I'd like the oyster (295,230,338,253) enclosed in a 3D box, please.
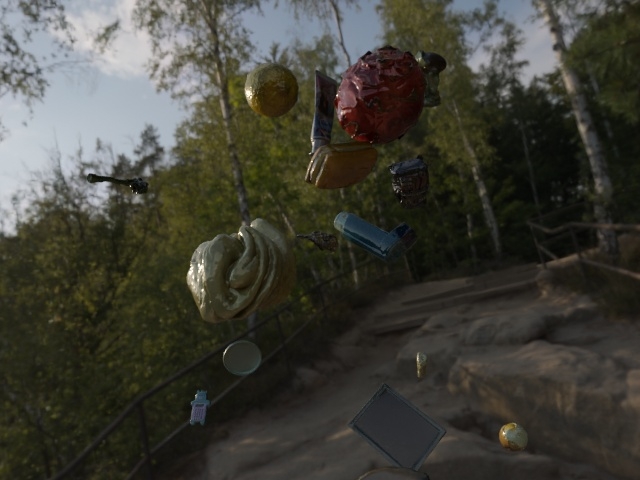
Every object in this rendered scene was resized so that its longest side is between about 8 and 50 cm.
[{"bbox_3d":[0.003,0.001,1.512,0.105,0.056,0.177,18,2,42],"label":"oyster"}]

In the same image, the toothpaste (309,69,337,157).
[{"bbox_3d":[0.008,-0.385,1.561,0.061,0.266,0.096,-4,-13,45],"label":"toothpaste"}]

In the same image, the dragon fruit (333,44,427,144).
[{"bbox_3d":[0.153,-0.365,1.297,0.240,0.252,0.241,17,14,-4],"label":"dragon fruit"}]

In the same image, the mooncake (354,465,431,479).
[{"bbox_3d":[0.127,0.528,0.918,0.228,0.124,0.228,-27,17,9],"label":"mooncake"}]

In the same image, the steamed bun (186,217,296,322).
[{"bbox_3d":[-0.242,0.074,1.569,0.324,0.231,0.372,25,40,32],"label":"steamed bun"}]

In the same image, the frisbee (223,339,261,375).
[{"bbox_3d":[-0.223,0.337,1.458,0.110,0.110,0.014,-13,18,-4],"label":"frisbee"}]

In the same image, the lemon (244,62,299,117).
[{"bbox_3d":[-0.176,-0.542,1.831,0.192,0.192,0.231,-9,20,-23],"label":"lemon"}]

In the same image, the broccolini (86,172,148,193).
[{"bbox_3d":[-0.629,-0.173,1.579,0.071,0.058,0.254,2,5,21],"label":"broccolini"}]

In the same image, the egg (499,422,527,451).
[{"bbox_3d":[0.505,0.517,1.333,0.071,0.071,0.083,-13,-21,-5],"label":"egg"}]

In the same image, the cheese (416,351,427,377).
[{"bbox_3d":[0.421,0.520,2.109,0.043,0.065,0.194,3,-29,13],"label":"cheese"}]

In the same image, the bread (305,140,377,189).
[{"bbox_3d":[0.058,-0.182,1.246,0.200,0.077,0.116,-15,-42,-43],"label":"bread"}]

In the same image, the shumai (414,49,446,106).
[{"bbox_3d":[0.342,-0.609,1.912,0.271,0.204,0.222,14,30,39],"label":"shumai"}]

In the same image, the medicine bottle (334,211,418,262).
[{"bbox_3d":[0.160,-0.024,1.534,0.258,0.124,0.079,28,-10,37],"label":"medicine bottle"}]

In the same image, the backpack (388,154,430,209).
[{"bbox_3d":[0.291,-0.176,1.621,0.119,0.165,0.106,-17,34,3],"label":"backpack"}]

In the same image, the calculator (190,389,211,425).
[{"bbox_3d":[-0.499,0.693,2.109,0.094,0.141,0.019,-7,-30,18],"label":"calculator"}]

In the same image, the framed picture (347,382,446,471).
[{"bbox_3d":[0.245,0.605,1.634,0.197,0.252,0.014,-42,-31,-25],"label":"framed picture"}]
